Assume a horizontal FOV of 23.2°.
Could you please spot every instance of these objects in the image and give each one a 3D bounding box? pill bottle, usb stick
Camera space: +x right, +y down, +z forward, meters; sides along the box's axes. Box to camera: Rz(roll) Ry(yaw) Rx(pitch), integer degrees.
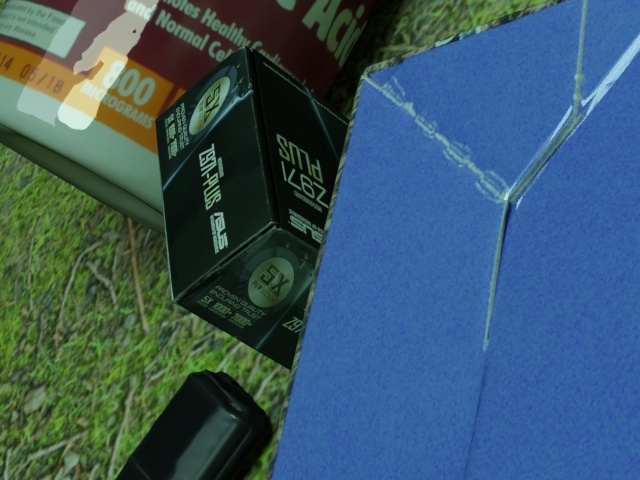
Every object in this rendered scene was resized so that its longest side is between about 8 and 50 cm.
[{"bbox_3d":[-0.062,-0.207,1.080,0.224,0.224,0.392,20,79,54],"label":"pill bottle"},{"bbox_3d":[-0.131,0.206,0.990,0.278,0.045,0.077,-55,43,1],"label":"usb stick"}]

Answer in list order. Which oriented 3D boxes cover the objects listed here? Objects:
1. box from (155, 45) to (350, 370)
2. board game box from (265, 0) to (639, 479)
[{"bbox_3d":[0.000,0.000,0.882,0.077,0.180,0.147,-37,40,25],"label":"box"},{"bbox_3d":[0.133,0.096,0.486,0.141,0.291,0.232,-16,50,41],"label":"board game box"}]
